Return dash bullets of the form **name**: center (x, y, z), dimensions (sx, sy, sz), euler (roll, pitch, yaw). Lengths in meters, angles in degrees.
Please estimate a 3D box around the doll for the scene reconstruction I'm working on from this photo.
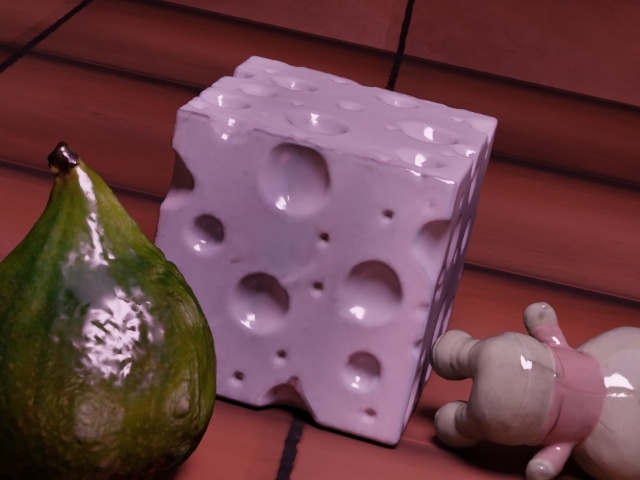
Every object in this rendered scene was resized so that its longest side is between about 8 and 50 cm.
- **doll**: center (0.227, 0.138, 1.459), dimensions (0.275, 0.154, 0.113), euler (10, -19, -8)

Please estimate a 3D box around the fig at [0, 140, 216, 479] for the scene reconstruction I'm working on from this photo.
- **fig**: center (-0.165, 0.051, 1.295), dimensions (0.203, 0.235, 0.203), euler (10, 14, -2)

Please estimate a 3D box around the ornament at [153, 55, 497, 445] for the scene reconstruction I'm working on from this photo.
- **ornament**: center (0.000, 0.000, 1.534), dimensions (0.239, 0.239, 0.240), euler (15, 19, 8)
